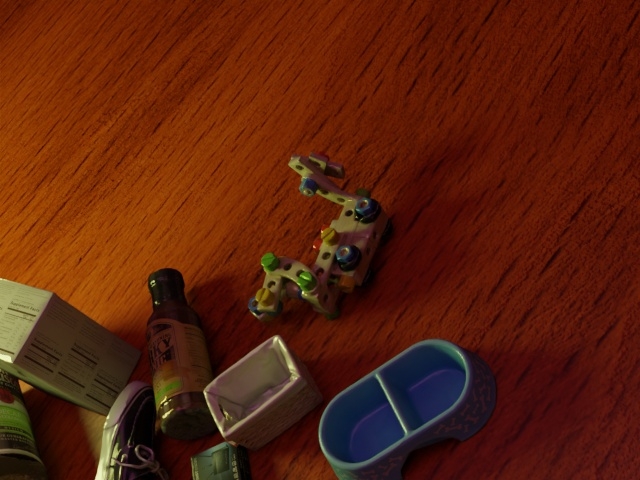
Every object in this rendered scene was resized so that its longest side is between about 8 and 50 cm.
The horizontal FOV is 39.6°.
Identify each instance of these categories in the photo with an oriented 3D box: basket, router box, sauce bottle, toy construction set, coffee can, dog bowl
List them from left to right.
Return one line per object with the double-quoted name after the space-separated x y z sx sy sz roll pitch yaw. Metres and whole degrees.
-0.654 0.376 1.702 0.201 0.201 0.275 -39 48 3 "coffee can"
-0.265 0.199 1.644 0.111 0.111 0.344 -30 47 11 "sauce bottle"
-0.163 0.403 1.485 0.092 0.038 0.122 -27 48 14 "router box"
-0.092 0.260 1.496 0.167 0.103 0.113 -38 47 5 "basket"
0.000 0.000 1.602 0.215 0.151 0.327 4 73 34 "toy construction set"
0.126 0.263 1.377 0.297 0.074 0.166 -34 47 7 "dog bowl"

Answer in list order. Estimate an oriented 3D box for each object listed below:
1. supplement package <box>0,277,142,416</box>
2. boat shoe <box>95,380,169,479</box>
-0.515 0.202 1.693 0.204 0.262 0.145 9 64 36 "supplement package"
-0.326 0.398 1.542 0.105 0.113 0.306 4 64 26 "boat shoe"
